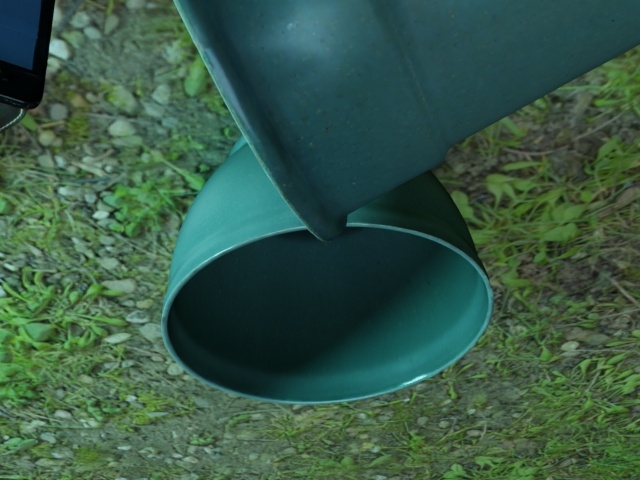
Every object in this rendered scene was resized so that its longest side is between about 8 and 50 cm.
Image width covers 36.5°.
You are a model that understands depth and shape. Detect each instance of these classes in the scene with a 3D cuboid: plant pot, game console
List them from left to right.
[{"bbox_3d":[-0.240,-0.183,0.682,0.124,0.144,0.085,16,139,-27],"label":"game console"},{"bbox_3d":[0.000,0.000,0.914,0.293,0.196,0.293,-3,142,-3],"label":"plant pot"},{"bbox_3d":[0.089,-0.220,0.556,0.334,0.341,0.341,-23,140,9],"label":"plant pot"}]

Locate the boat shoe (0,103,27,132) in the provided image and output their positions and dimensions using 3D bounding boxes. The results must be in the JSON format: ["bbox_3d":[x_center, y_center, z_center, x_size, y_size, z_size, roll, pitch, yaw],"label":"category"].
[{"bbox_3d":[-0.349,-0.093,0.847,0.207,0.073,0.073,-16,141,11],"label":"boat shoe"}]
